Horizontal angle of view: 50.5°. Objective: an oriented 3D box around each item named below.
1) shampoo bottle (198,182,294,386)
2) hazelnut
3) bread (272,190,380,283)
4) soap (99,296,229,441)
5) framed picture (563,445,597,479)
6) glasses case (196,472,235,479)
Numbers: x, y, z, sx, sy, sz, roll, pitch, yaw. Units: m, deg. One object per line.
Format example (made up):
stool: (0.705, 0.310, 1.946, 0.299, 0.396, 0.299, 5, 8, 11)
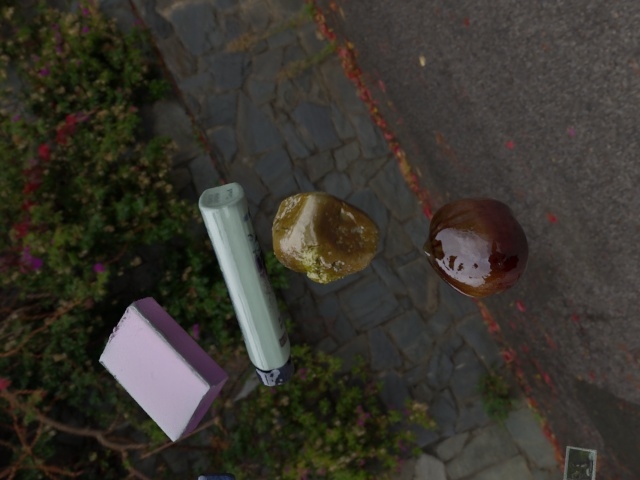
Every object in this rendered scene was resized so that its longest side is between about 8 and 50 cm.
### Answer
shampoo bottle: (-0.122, 0.079, 1.180, 0.134, 0.078, 0.360, -113, 7, -64)
hazelnut: (0.321, 0.018, 1.409, 0.229, 0.229, 0.230, 155, 90, -83)
bread: (0.000, 0.000, 1.475, 0.195, 0.176, 0.246, 23, 174, -19)
soap: (-0.332, 0.271, 1.438, 0.259, 0.181, 0.081, 40, -155, 17)
framed picture: (0.577, 0.501, 1.505, 0.089, 0.066, 0.007, -65, -34, -39)
glasses case: (-0.096, 0.224, 0.603, 0.083, 0.033, 0.023, 117, 151, -59)
